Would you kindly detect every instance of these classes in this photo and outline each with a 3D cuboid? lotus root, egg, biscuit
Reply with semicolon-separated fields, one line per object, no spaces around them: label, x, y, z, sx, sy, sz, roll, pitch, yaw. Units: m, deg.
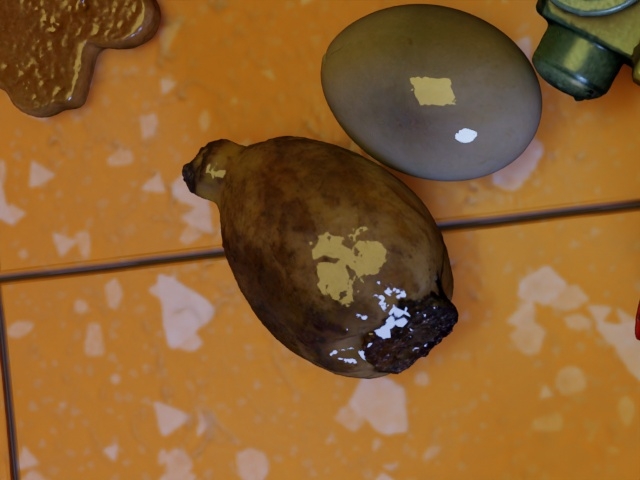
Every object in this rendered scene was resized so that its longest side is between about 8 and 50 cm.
lotus root;0.000;0.000;1.109;0.214;0.138;0.138;43;100;14
egg;0.072;-0.099;1.097;0.152;0.114;0.114;22;95;18
biscuit;-0.187;-0.217;1.213;0.184;0.035;0.248;27;95;14

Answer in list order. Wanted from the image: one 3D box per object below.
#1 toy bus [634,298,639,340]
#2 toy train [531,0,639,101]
toy bus;0.237;0.032;1.006;0.081;0.195;0.089;26;99;14
toy train;0.280;-0.234;1.032;0.237;0.150;0.369;28;98;8
